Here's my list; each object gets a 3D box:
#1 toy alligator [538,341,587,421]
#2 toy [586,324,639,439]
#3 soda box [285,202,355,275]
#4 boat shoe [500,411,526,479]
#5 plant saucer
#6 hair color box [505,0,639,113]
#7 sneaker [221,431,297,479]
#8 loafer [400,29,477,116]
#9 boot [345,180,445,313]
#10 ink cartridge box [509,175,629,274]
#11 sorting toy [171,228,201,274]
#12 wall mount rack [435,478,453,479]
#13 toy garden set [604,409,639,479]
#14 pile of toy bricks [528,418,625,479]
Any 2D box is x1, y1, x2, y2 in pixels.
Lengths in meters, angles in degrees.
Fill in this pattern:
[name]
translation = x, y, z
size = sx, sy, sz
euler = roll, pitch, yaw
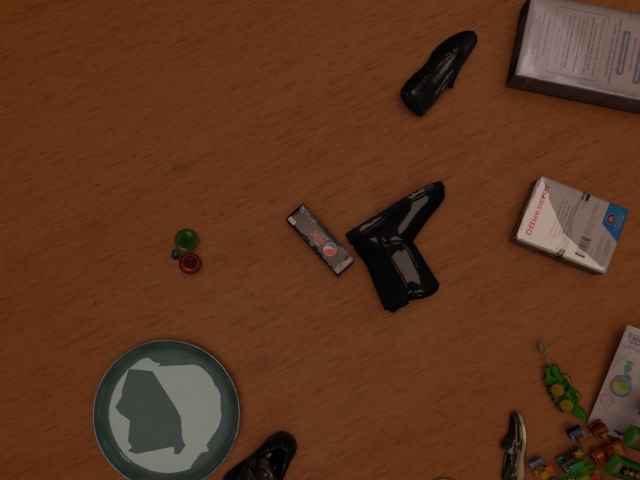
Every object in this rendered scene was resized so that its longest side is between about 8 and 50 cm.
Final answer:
[toy alligator]
translation = 0.502, 0.307, 1.746
size = 0.051, 0.056, 0.190
euler = -34, 85, 40
[toy]
translation = 0.673, 0.307, 1.729
size = 0.136, 0.056, 0.237
euler = 21, 105, 15
[soda box]
translation = 0.000, 0.000, 1.767
size = 0.053, 0.060, 0.169
euler = -42, 86, -3
[boat shoe]
translation = 0.408, 0.441, 1.734
size = 0.049, 0.056, 0.152
euler = 0, 87, -4
[plant saucer]
translation = -0.330, 0.373, 1.760
size = 0.317, 0.044, 0.318
euler = 0, 87, 0
[hair color box]
translation = 0.608, -0.393, 1.753
size = 0.374, 0.113, 0.186
euler = 12, 87, 3
[sneaker]
translation = -0.145, 0.501, 1.707
size = 0.227, 0.130, 0.087
euler = -43, 85, 1
[loafer]
translation = 0.266, -0.367, 1.785
size = 0.223, 0.076, 0.078
euler = -48, 123, -8
[boot]
translation = 0.201, 0.017, 1.743
size = 0.246, 0.094, 0.207
euler = -32, 83, 6
[ink cartridge box]
translation = 0.528, -0.031, 1.745
size = 0.203, 0.086, 0.148
euler = 22, 87, 3
[sorting toy]
translation = -0.296, 0.029, 1.786
size = 0.061, 0.042, 0.102
euler = -7, 74, -15
[wall mount rack]
translation = 0.340, 0.668, 1.685
size = 0.303, 0.130, 0.350
euler = -13, 87, 0
[toy garden set]
translation = 0.677, 0.459, 1.679
size = 0.203, 0.049, 0.244
euler = 26, 94, -39
[pile of toy bricks]
translation = 0.539, 0.470, 1.690
size = 0.212, 0.105, 0.118
euler = -30, 108, 1
